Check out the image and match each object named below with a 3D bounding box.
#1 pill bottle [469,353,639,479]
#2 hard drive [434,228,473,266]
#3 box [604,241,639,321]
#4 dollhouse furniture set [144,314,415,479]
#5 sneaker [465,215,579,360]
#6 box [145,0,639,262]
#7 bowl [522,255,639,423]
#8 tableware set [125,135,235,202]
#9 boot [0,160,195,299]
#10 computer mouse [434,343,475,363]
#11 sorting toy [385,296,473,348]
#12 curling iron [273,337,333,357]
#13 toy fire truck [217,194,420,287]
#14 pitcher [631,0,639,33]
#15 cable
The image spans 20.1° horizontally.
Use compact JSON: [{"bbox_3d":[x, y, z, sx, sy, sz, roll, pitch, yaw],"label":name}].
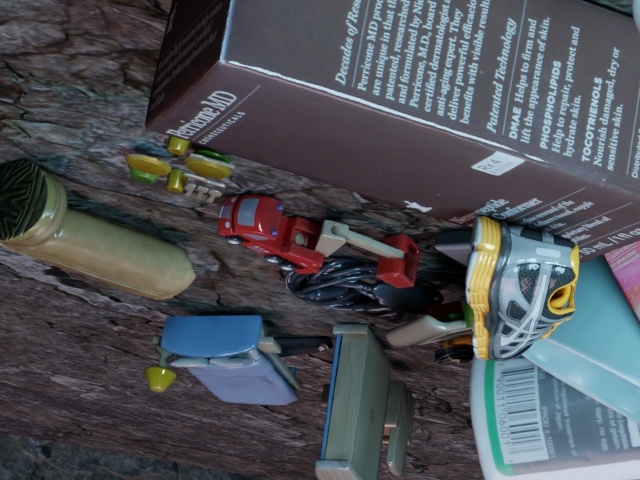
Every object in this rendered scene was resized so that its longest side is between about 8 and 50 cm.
[{"bbox_3d":[0.356,0.174,1.908,0.361,0.204,0.204,-10,157,21],"label":"pill bottle"},{"bbox_3d":[0.199,0.011,1.855,0.135,0.022,0.094,-3,160,40],"label":"hard drive"},{"bbox_3d":[0.357,0.001,1.395,0.154,0.142,0.300,-27,173,-16],"label":"box"},{"bbox_3d":[-0.061,0.248,2.426,0.303,0.198,0.286,0,153,19],"label":"dollhouse furniture set"},{"bbox_3d":[0.161,0.045,1.409,0.083,0.084,0.215,4,164,10],"label":"sneaker"},{"bbox_3d":[0.085,-0.109,1.313,0.381,0.143,0.191,18,164,-16],"label":"box"},{"bbox_3d":[0.324,0.080,1.669,0.311,0.163,0.311,29,175,3],"label":"bowl"},{"bbox_3d":[-0.140,-0.077,1.782,0.104,0.024,0.154,16,165,-8],"label":"tableware set"},{"bbox_3d":[-0.251,-0.005,2.002,0.269,0.089,0.236,22,171,-34],"label":"boot"},{"bbox_3d":[0.214,0.138,2.122,0.071,0.041,0.242,-14,171,42],"label":"computer mouse"},{"bbox_3d":[0.184,0.079,1.990,0.196,0.047,0.347,-6,172,-14],"label":"sorting toy"},{"bbox_3d":[-0.101,0.149,2.506,0.274,0.035,0.068,0,161,33],"label":"curling iron"},{"bbox_3d":[0.000,0.000,1.905,0.135,0.047,0.192,-4,157,41],"label":"toy fire truck"},{"bbox_3d":[0.309,-0.153,1.081,0.207,0.126,0.178,7,147,-28],"label":"pitcher"},{"bbox_3d":[0.044,0.057,2.098,0.184,0.047,0.150,13,169,-17],"label":"cable"}]
